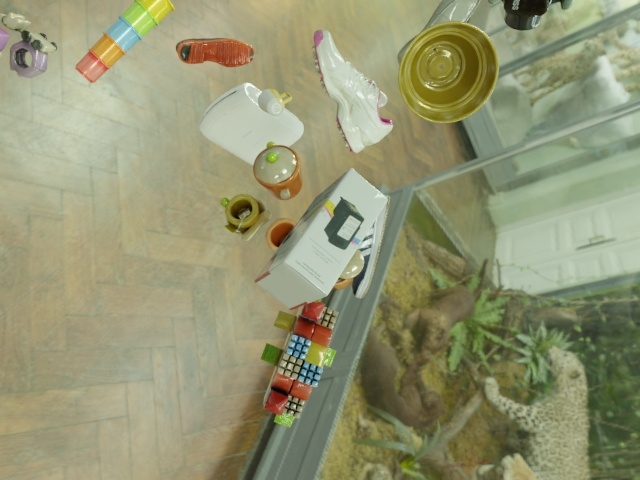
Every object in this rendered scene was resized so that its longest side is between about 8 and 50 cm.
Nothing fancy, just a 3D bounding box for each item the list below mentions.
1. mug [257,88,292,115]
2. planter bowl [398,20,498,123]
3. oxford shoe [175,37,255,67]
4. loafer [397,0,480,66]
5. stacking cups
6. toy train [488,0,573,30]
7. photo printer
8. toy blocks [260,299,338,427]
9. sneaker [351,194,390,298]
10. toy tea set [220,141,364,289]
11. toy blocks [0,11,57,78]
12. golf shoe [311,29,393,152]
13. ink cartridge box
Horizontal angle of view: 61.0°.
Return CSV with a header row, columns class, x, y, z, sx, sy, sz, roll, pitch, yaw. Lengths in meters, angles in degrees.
class,x,y,z,sx,sy,sz,roll,pitch,yaw
mug,-0.120,-0.362,1.418,0.062,0.078,0.064,29,15,-38
planter bowl,0.277,-0.380,1.213,0.217,0.217,0.090,54,17,-25
oxford shoe,-0.362,-0.661,1.872,0.271,0.097,0.098,-3,36,-26
loafer,0.374,-0.645,1.691,0.112,0.319,0.112,26,33,-29
stacking cups,-0.549,-0.569,1.514,0.096,0.316,0.096,44,-1,1
toy train,0.292,-0.449,0.691,0.334,0.142,0.190,80,25,-52
photo printer,-0.250,-0.404,1.901,0.307,0.256,0.107,28,43,-45
toy blocks,-0.050,0.301,1.395,0.190,0.261,0.382,22,81,-2
sneaker,0.082,0.004,1.448,0.099,0.153,0.283,25,78,-88
toy tea set,-0.042,-0.052,1.043,0.200,0.336,0.124,-53,158,-12
toy blocks,-0.797,-0.396,1.124,0.288,0.260,0.309,40,17,-2
golf shoe,0.078,-0.366,1.302,0.115,0.140,0.306,-90,158,-57
ink cartridge box,0.000,0.000,0.757,0.072,0.127,0.175,39,62,-9
